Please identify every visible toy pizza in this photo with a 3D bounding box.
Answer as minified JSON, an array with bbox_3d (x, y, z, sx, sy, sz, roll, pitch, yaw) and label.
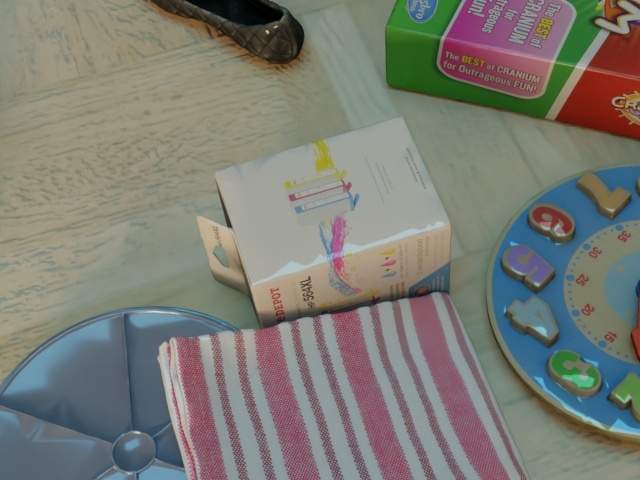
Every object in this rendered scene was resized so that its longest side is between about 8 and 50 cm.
[{"bbox_3d":[-0.108,0.131,0.667,0.201,0.032,0.201,-2,57,3],"label":"toy pizza"}]

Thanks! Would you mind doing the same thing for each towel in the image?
[{"bbox_3d":[0.016,0.104,0.649,0.197,0.029,0.144,-9,58,-21],"label":"towel"}]

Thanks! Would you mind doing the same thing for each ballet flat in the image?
[{"bbox_3d":[-0.080,-0.192,0.862,0.173,0.049,0.057,32,64,22],"label":"ballet flat"}]

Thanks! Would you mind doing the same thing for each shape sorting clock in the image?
[{"bbox_3d":[0.207,0.031,0.702,0.206,0.040,0.206,-2,57,3],"label":"shape sorting clock"}]

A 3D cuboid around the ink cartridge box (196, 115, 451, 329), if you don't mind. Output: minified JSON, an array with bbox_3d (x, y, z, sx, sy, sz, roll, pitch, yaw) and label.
[{"bbox_3d":[0.000,0.000,0.708,0.143,0.092,0.090,-18,58,-5],"label":"ink cartridge box"}]

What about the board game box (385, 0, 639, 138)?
[{"bbox_3d":[0.233,-0.189,0.827,0.316,0.064,0.242,14,59,13],"label":"board game box"}]
